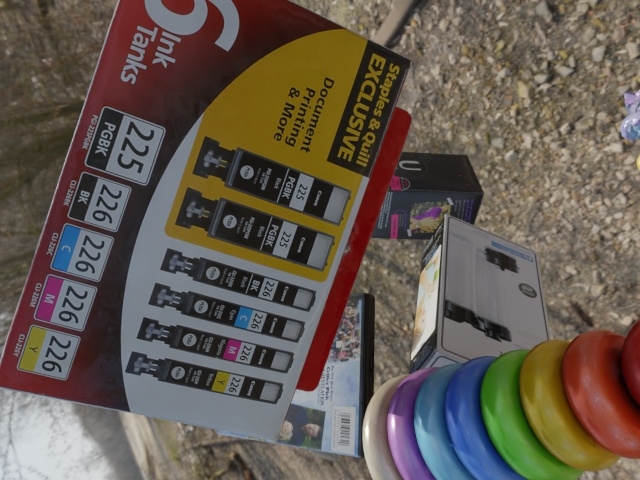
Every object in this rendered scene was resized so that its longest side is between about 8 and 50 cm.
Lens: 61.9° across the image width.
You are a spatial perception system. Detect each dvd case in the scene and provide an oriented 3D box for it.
[{"bbox_3d":[-0.039,0.164,0.677,0.253,0.022,0.180,-10,71,41],"label":"dvd case"}]

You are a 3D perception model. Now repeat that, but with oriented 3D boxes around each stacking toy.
[{"bbox_3d":[0.175,0.131,0.422,0.330,0.141,0.141,-45,68,46],"label":"stacking toy"}]

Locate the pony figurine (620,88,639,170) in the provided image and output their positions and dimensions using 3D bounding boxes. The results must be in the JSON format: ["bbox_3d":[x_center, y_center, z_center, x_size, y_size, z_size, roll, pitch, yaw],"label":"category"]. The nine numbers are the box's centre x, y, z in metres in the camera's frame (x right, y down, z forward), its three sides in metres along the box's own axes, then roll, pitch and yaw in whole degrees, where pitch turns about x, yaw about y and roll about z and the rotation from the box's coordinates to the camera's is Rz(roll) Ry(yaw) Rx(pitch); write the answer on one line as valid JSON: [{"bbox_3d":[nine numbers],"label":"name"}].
[{"bbox_3d":[0.522,-0.202,0.621,0.350,0.303,0.363,56,165,15],"label":"pony figurine"}]

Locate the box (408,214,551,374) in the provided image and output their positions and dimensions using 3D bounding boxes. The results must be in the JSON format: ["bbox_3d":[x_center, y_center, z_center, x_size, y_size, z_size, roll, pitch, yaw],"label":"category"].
[{"bbox_3d":[0.228,0.104,0.761,0.169,0.289,0.087,23,130,-2],"label":"box"}]

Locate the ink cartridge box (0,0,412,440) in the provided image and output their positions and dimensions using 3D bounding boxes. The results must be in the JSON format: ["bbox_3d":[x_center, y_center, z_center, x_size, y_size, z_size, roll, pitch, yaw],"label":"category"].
[{"bbox_3d":[-0.058,-0.019,0.435,0.309,0.272,0.130,-71,19,2],"label":"ink cartridge box"}]

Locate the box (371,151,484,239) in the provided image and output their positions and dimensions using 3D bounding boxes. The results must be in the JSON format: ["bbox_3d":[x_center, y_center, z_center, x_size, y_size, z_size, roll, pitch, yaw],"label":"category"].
[{"bbox_3d":[0.211,-0.105,1.227,0.165,0.271,0.143,-92,6,-50],"label":"box"}]

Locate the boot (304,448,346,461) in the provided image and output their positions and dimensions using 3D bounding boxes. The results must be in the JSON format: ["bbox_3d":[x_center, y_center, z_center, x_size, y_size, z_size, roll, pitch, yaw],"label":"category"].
[{"bbox_3d":[-0.012,0.273,1.018,0.262,0.203,0.095,29,133,25],"label":"boot"}]
